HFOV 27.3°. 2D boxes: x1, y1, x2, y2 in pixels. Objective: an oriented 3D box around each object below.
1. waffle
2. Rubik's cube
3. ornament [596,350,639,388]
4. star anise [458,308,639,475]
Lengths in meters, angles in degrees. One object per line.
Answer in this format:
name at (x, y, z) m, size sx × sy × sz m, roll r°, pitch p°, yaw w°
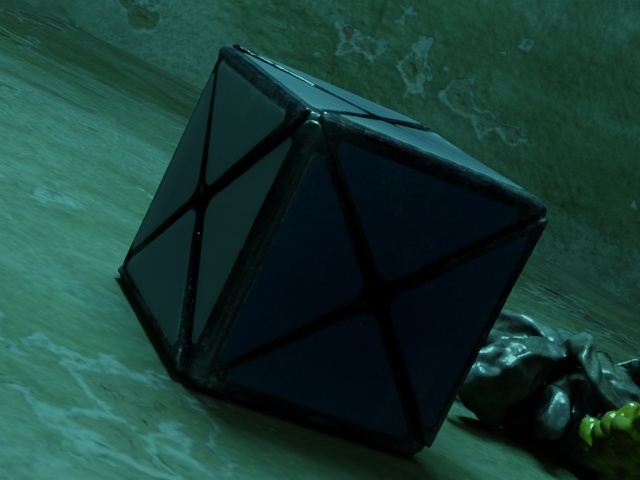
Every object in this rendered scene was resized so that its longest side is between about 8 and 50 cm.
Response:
waffle at (0.368, 0.246, 1.199) m, size 0.301 × 0.058 × 0.281 m, roll 40°, pitch -12°, yaw -10°
Rubik's cube at (0.000, 0.000, 1.168) m, size 0.260 × 0.259 × 0.255 m, roll 23°, pitch 9°, yaw -29°
ornament at (0.342, 0.177, 1.580) m, size 0.196 × 0.166 × 0.153 m, roll 8°, pitch -12°, yaw -1°
star anise at (0.274, 0.159, 1.431) m, size 0.359 × 0.139 × 0.316 m, roll 16°, pitch 21°, yaw -45°
